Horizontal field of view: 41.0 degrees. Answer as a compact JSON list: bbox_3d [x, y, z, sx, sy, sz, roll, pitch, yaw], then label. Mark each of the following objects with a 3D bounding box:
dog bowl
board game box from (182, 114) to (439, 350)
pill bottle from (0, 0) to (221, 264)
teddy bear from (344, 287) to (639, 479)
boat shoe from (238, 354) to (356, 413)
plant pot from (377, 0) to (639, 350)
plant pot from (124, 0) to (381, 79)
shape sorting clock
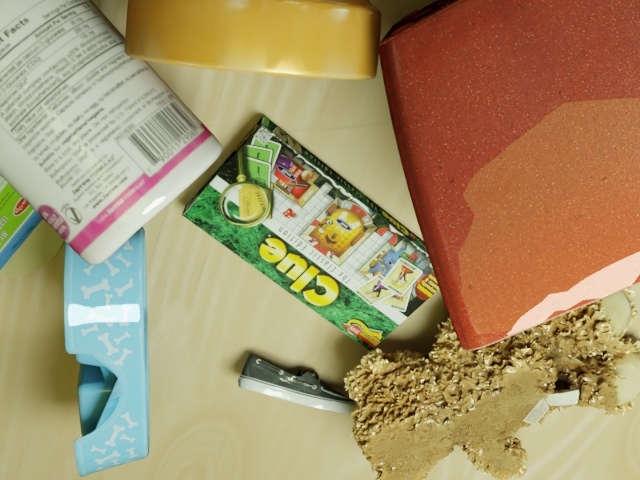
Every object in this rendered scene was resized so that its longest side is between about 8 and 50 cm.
[{"bbox_3d":[-0.218,0.110,0.895,0.074,0.166,0.297,0,120,-11],"label":"dog bowl"},{"bbox_3d":[0.000,0.000,0.892,0.260,0.030,0.136,36,117,-16],"label":"board game box"},{"bbox_3d":[-0.235,-0.131,0.739,0.160,0.160,0.283,-38,99,21],"label":"pill bottle"},{"bbox_3d":[0.195,0.148,0.935,0.338,0.113,0.245,-35,120,12],"label":"teddy bear"},{"bbox_3d":[-0.022,0.166,0.977,0.142,0.049,0.040,17,81,-12],"label":"boat shoe"},{"bbox_3d":[0.184,-0.109,0.702,0.267,0.267,0.235,-26,104,16],"label":"plant pot"},{"bbox_3d":[-0.047,-0.233,0.680,0.205,0.205,0.188,5,104,0],"label":"plant pot"},{"bbox_3d":[-0.352,-0.051,0.871,0.206,0.040,0.206,6,119,10],"label":"shape sorting clock"}]
